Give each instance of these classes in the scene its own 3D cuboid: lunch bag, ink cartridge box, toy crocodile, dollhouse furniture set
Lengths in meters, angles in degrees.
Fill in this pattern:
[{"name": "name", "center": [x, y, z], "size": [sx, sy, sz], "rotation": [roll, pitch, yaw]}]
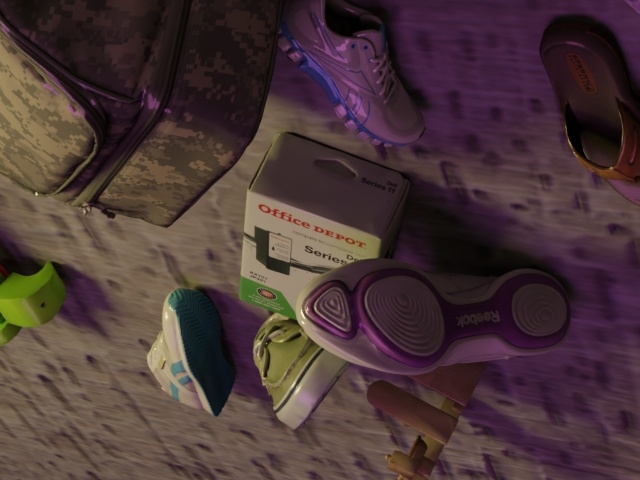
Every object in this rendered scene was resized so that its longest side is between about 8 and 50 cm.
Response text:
[{"name": "lunch bag", "center": [-0.201, -0.156, 1.338], "size": [0.256, 0.213, 0.305], "rotation": [17, 160, -18]}, {"name": "ink cartridge box", "center": [0.000, 0.000, 1.600], "size": [0.153, 0.087, 0.208], "rotation": [20, 146, 8]}, {"name": "toy crocodile", "center": [-0.482, 0.065, 2.019], "size": [0.340, 0.105, 0.115], "rotation": [2, 140, 40]}, {"name": "dollhouse furniture set", "center": [0.099, 0.195, 1.776], "size": [0.123, 0.144, 0.151], "rotation": [27, 162, 7]}]

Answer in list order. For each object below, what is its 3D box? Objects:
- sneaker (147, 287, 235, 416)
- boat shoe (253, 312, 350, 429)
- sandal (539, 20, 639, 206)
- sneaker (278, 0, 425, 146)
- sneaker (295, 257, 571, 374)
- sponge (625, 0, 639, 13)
[{"name": "sneaker", "center": [-0.175, 0.140, 1.914], "size": [0.092, 0.087, 0.229], "rotation": [16, 144, 19]}, {"name": "boat shoe", "center": [-0.034, 0.139, 1.707], "size": [0.094, 0.109, 0.302], "rotation": [37, 177, -3]}, {"name": "sandal", "center": [0.252, -0.096, 1.321], "size": [0.090, 0.060, 0.219], "rotation": [-3, 137, 37]}, {"name": "sneaker", "center": [0.039, -0.160, 1.374], "size": [0.083, 0.071, 0.190], "rotation": [-23, 123, 43]}, {"name": "sneaker", "center": [0.101, 0.088, 1.543], "size": [0.305, 0.114, 0.152], "rotation": [5, 167, -29]}, {"name": "sponge", "center": [0.286, -0.210, 1.168], "size": [0.210, 0.031, 0.117], "rotation": [38, 145, -16]}]
